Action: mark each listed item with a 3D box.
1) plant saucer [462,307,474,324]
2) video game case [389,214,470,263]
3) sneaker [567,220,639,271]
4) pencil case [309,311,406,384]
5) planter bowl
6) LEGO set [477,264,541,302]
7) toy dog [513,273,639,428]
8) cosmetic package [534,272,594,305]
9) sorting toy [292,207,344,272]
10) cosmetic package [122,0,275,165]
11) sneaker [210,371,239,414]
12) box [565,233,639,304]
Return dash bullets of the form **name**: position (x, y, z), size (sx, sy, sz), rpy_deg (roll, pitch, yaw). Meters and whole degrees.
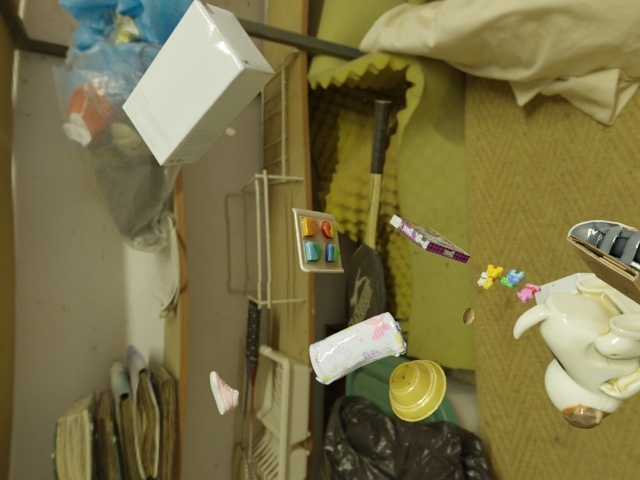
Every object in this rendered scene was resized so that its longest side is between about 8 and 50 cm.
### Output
- **plant saucer**: position (0.700, 0.359, 1.995), size (0.015, 0.083, 0.083), rpy_deg (10, 98, 58)
- **video game case**: position (0.392, -0.004, 1.506), size (0.042, 0.232, 0.210), rpy_deg (-63, 36, 15)
- **sneaker**: position (0.904, 0.020, 1.225), size (0.321, 0.127, 0.126), rpy_deg (19, 100, 30)
- **pencil case**: position (0.105, 0.307, 1.191), size (0.113, 0.273, 0.124), rpy_deg (57, -169, -70)
- **planter bowl**: position (0.297, 0.474, 1.390), size (0.217, 0.090, 0.217), rpy_deg (-36, 26, 21)
- **LEGO set**: position (0.634, 0.152, 1.476), size (0.087, 0.093, 0.227), rpy_deg (53, 161, -26)
- **toy dog**: position (0.780, 0.351, 1.212), size (0.284, 0.395, 0.408), rpy_deg (-101, -1, -63)
- **cosmetic package**: position (0.949, 0.211, 1.616), size (0.231, 0.085, 0.117), rpy_deg (123, 146, -63)
- **sorting toy**: position (0.000, 0.000, 1.319), size (0.038, 0.193, 0.208), rpy_deg (-22, 72, 38)
- **cosmetic package**: position (-0.333, -0.401, 1.124), size (0.385, 0.156, 0.217), rpy_deg (-34, 87, 29)
- **sneaker**: position (-0.303, 0.477, 1.336), size (0.051, 0.070, 0.134), rpy_deg (-40, 68, 54)
- **box**: position (0.644, 0.076, 0.917), size (0.021, 0.201, 0.164), rpy_deg (-50, 33, 11)
